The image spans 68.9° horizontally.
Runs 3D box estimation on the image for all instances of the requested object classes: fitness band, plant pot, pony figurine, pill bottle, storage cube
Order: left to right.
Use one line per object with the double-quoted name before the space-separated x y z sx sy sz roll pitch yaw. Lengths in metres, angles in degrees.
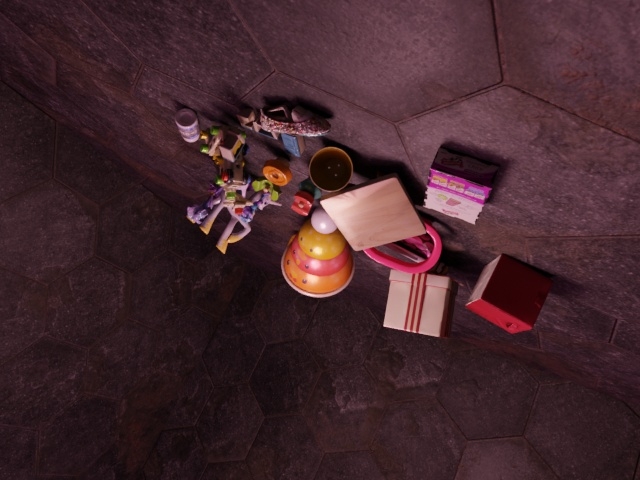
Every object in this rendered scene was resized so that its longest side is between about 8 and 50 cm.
"pill bottle" -0.484 -0.419 1.712 0.078 0.078 0.137 26 165 -1
"pony figurine" -0.379 -0.178 1.968 0.351 0.363 0.303 48 167 -16
"plant pot" 0.039 -0.222 1.453 0.134 0.134 0.095 25 -168 5
"fitness band" 0.279 -0.002 1.635 0.291 0.209 0.054 23 -155 6
"storage cube" 0.654 0.190 1.635 0.193 0.215 0.184 30 166 9

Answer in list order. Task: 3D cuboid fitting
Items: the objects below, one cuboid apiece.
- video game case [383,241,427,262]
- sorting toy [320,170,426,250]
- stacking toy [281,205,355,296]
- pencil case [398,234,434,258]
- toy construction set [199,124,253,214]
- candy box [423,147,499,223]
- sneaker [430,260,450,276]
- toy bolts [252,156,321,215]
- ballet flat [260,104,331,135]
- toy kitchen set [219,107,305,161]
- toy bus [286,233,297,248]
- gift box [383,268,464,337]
"video game case" 0.307 0.022 1.802 0.206 0.026 0.227 26 -170 -8
"sorting toy" 0.173 -0.104 1.494 0.257 0.089 0.255 -15 133 27
"stacking toy" 0.000 0.000 2.055 0.350 0.351 0.480 23 147 12
"pencil case" 0.326 -0.012 1.716 0.209 0.095 0.098 25 -153 -2
"toy construction set" -0.315 -0.250 1.585 0.151 0.328 0.215 -16 -179 -37
"candy box" 0.368 -0.140 1.248 0.159 0.071 0.233 22 164 14
"sneaker" 0.478 0.123 1.989 0.084 0.069 0.185 35 159 -1
"toy bolts" -0.089 -0.223 1.604 0.228 0.158 0.218 30 152 -2
"ballet flat" -0.082 -0.341 1.313 0.241 0.091 0.077 12 135 32
"toy kitchen set" -0.180 -0.292 1.462 0.207 0.166 0.122 23 165 13
"toy bus" -0.013 0.055 2.433 0.332 0.130 0.108 15 162 36
"gift box" 0.419 0.236 1.820 0.276 0.258 0.255 6 171 21
